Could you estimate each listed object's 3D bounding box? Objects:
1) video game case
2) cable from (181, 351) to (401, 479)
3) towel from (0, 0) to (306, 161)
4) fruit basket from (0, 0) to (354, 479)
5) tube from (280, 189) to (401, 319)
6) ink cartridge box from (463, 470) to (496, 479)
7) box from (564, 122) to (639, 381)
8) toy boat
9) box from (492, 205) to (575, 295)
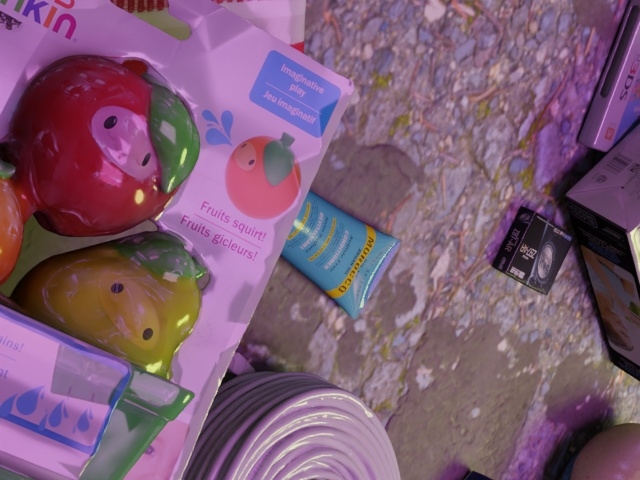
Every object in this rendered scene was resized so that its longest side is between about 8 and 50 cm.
[{"bbox_3d":[0.358,-0.168,1.665,0.212,0.023,0.193,11,101,-48],"label":"video game case"},{"bbox_3d":[-0.032,0.236,1.363,0.257,0.089,0.257,24,77,-44],"label":"cable"},{"bbox_3d":[-0.107,-0.191,1.126,0.237,0.037,0.329,-11,118,-30],"label":"towel"},{"bbox_3d":[-0.170,-0.014,1.037,0.327,0.165,0.353,28,87,-25],"label":"fruit basket"},{"bbox_3d":[0.000,0.000,1.367,0.080,0.052,0.207,-55,144,0],"label":"tube"},{"bbox_3d":[0.139,0.385,1.686,0.223,0.045,0.224,-45,128,-21],"label":"ink cartridge box"},{"bbox_3d":[0.362,0.012,1.690,0.169,0.087,0.290,-41,138,-16],"label":"box"},{"bbox_3d":[0.385,0.322,1.844,0.318,0.148,0.267,-17,91,-43],"label":"toy boat"},{"bbox_3d":[0.209,0.011,1.605,0.083,0.018,0.067,28,88,-49],"label":"box"}]
